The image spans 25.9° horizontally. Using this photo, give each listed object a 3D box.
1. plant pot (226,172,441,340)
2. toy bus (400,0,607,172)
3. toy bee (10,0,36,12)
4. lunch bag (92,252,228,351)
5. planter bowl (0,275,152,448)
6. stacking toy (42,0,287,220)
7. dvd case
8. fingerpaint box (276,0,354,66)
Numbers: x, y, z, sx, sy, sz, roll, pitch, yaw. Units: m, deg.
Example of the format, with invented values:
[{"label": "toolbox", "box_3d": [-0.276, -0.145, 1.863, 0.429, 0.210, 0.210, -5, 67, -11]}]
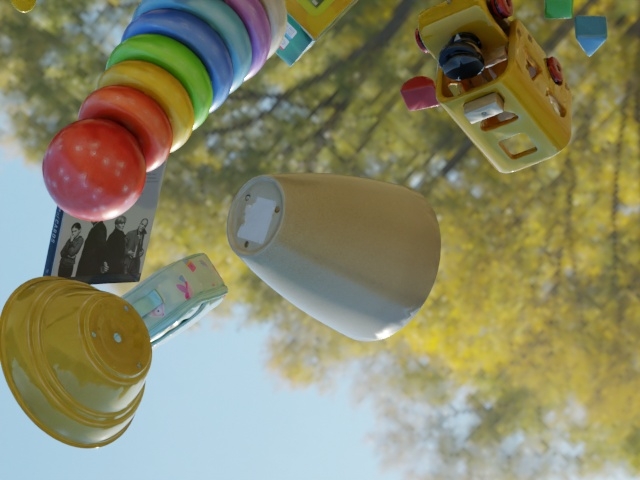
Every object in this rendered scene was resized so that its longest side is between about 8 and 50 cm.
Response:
[{"label": "plant pot", "box_3d": [0.000, 0.000, 2.115, 0.274, 0.256, 0.256, 20, -155, -43]}, {"label": "toy bus", "box_3d": [0.161, -0.155, 1.336, 0.202, 0.191, 0.104, 10, -129, -3]}, {"label": "toy bee", "box_3d": [-0.466, -0.436, 2.089, 0.162, 0.298, 0.195, 25, -130, -72]}, {"label": "lunch bag", "box_3d": [-0.306, 0.138, 2.427, 0.108, 0.279, 0.224, 55, -169, 2]}, {"label": "planter bowl", "box_3d": [-0.263, 0.127, 1.627, 0.217, 0.090, 0.217, 33, -136, -38]}, {"label": "stacking toy", "box_3d": [-0.148, -0.138, 1.284, 0.141, 0.141, 0.330, 39, -135, -12]}, {"label": "dvd case", "box_3d": [-0.336, -0.043, 2.191, 0.179, 0.239, 0.029, -2, -158, -44]}, {"label": "fingerpaint box", "box_3d": [-0.067, -0.569, 2.218, 0.445, 0.371, 0.163, 44, 163, -5]}]
